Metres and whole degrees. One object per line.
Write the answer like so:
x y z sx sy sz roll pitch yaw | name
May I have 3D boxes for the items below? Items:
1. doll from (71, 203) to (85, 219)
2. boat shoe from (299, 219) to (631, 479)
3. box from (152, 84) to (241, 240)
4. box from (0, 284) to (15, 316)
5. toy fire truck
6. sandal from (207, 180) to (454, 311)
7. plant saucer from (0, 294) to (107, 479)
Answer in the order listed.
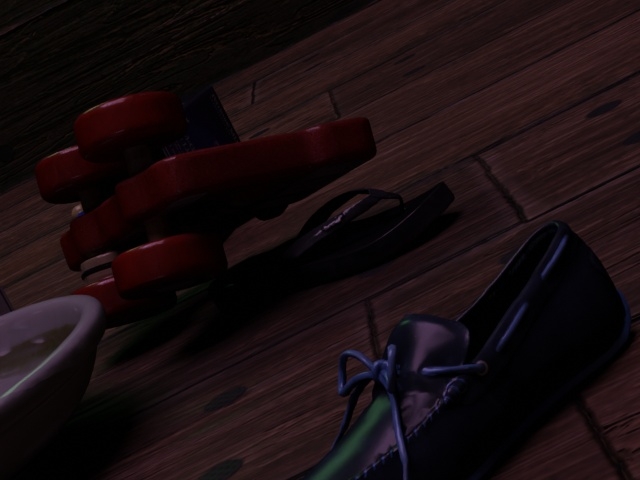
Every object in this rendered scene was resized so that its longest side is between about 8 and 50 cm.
-0.289 -0.019 2.082 0.129 0.046 0.189 -21 17 -16 | doll
0.062 0.077 0.854 0.258 0.089 0.109 -37 15 -37 | boat shoe
-0.167 -0.073 1.799 0.108 0.153 0.207 -22 14 22 | box
-0.414 0.038 1.553 0.169 0.290 0.087 -12 20 48 | box
-0.113 -0.034 1.452 0.254 0.169 0.302 -11 -10 -29 | toy fire truck
-0.001 0.000 1.375 0.254 0.054 0.097 -22 14 26 | sandal
-0.333 0.183 1.236 0.400 0.100 0.400 -26 13 7 | plant saucer
